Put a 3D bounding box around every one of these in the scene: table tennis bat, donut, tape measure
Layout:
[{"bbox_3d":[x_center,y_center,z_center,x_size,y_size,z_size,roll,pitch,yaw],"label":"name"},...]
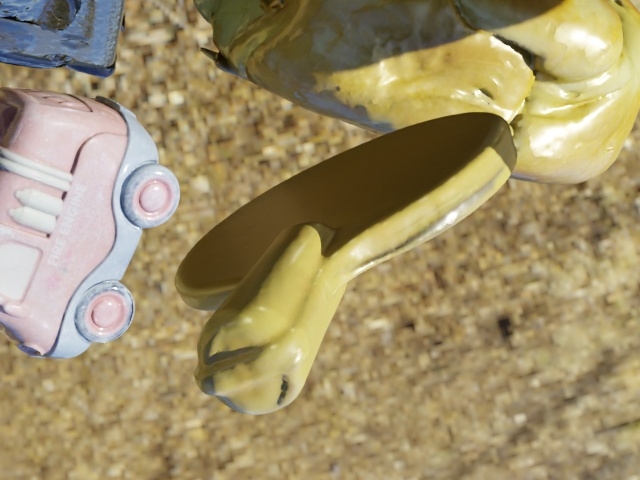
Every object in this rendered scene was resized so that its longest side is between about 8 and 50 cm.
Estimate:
[{"bbox_3d":[0.000,0.000,0.808,0.198,0.050,0.321,-19,-164,19],"label":"table tennis bat"},{"bbox_3d":[0.069,-0.169,1.166,0.360,0.360,0.170,10,108,-36],"label":"donut"},{"bbox_3d":[-0.255,-0.209,1.172,0.232,0.133,0.271,4,163,-9],"label":"tape measure"}]

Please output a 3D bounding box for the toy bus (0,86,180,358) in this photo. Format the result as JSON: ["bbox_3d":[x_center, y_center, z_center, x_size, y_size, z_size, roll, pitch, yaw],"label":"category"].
[{"bbox_3d":[-0.315,-0.029,1.696,0.232,0.197,0.294,20,96,-38],"label":"toy bus"}]
